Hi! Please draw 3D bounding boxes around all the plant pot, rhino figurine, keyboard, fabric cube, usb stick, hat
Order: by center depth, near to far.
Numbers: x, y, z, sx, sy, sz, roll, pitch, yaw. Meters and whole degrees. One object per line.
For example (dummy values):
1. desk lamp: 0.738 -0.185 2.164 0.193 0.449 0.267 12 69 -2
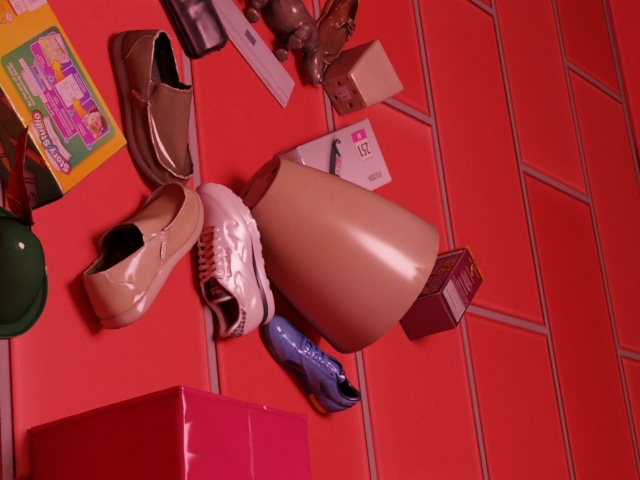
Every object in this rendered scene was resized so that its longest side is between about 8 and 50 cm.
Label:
1. hat: -0.341 0.008 1.532 0.208 0.183 0.173 32 50 -46
2. fabric cube: -0.174 0.343 1.563 0.259 0.254 0.258 22 55 -50
3. usb stick: -0.230 -0.420 2.036 0.077 0.045 0.278 -33 105 -28
4. plant pot: 0.000 0.000 2.040 0.274 0.256 0.256 36 44 -20
5. keyboard: -0.123 -0.339 2.202 0.256 0.014 0.072 51 33 -31
6. rhino figurine: -0.043 -0.368 2.279 0.243 0.073 0.106 53 39 -29
7. plant pot: 0.068 -0.291 2.390 0.096 0.109 0.109 -47 115 -41

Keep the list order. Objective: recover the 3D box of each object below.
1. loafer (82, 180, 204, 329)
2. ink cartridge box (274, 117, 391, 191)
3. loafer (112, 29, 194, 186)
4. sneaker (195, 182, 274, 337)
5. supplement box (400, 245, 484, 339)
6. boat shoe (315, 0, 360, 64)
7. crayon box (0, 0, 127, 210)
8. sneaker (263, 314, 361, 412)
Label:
1. loafer: -0.242 0.002 1.767 0.092 0.102 0.268 58 35 -31
2. ink cartridge box: 0.046 -0.074 2.285 0.275 0.060 0.239 -29 98 -58
3. loafer: -0.234 -0.196 1.888 0.094 0.087 0.251 -15 87 -58
4. sneaker: -0.144 0.028 1.926 0.095 0.090 0.235 -22 92 -49
5. supplement box: 0.223 0.096 2.427 0.081 0.104 0.188 62 34 -17
6. boat shoe: 0.033 -0.401 2.422 0.064 0.060 0.178 50 38 -32
7. crayon box: -0.383 -0.198 1.668 0.278 0.081 0.165 62 34 -16
8. sneaker: -0.009 0.190 2.051 0.209 0.082 0.069 53 38 -25
